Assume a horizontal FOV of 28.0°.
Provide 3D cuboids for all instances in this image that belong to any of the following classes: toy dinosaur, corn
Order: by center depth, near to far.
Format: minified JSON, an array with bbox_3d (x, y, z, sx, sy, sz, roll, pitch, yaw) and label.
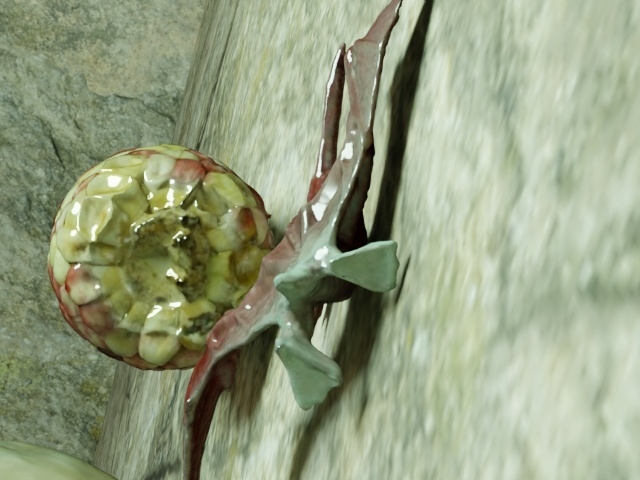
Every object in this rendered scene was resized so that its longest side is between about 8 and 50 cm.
[{"bbox_3d":[-0.001,0.000,0.368,0.108,0.032,0.220,-100,34,-76],"label":"toy dinosaur"},{"bbox_3d":[-0.076,0.002,0.626,0.290,0.098,0.098,-150,73,-83],"label":"corn"}]

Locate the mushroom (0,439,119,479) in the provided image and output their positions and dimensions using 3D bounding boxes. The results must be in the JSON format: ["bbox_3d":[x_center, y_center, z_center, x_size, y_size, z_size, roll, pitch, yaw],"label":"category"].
[{"bbox_3d":[-0.140,0.206,0.474,0.254,0.234,0.260,-45,-25,12],"label":"mushroom"}]
